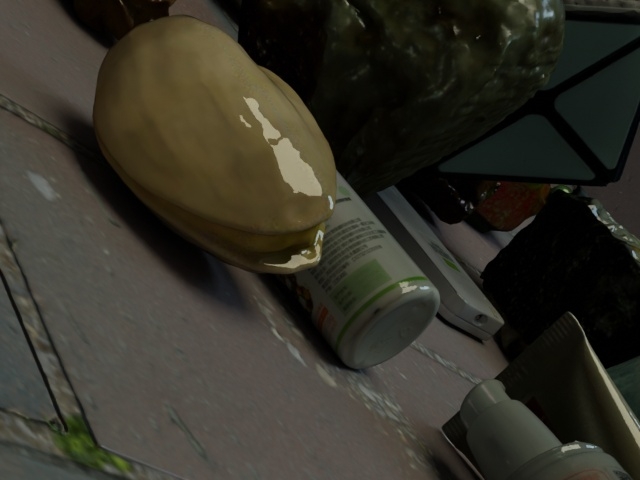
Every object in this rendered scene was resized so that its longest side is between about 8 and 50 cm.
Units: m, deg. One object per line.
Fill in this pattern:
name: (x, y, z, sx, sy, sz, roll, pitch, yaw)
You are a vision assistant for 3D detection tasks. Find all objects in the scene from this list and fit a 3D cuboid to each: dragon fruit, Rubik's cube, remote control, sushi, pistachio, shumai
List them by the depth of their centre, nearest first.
pistachio: (-0.074, -0.056, 0.944, 0.145, 0.117, 0.200, -17, 63, -32)
shumai: (0.040, -0.207, 1.307, 0.292, 0.330, 0.288, -27, 82, -33)
remote control: (0.090, -0.002, 1.456, 0.103, 0.034, 0.250, 28, 20, -53)
sushi: (0.291, 0.076, 1.536, 0.211, 0.171, 0.350, 42, 13, -18)
Rubik's cube: (0.216, -0.225, 1.583, 0.246, 0.250, 0.248, 3, 44, -6)
sushi: (0.161, -0.136, 1.791, 0.179, 0.167, 0.296, 43, 52, -2)
dragon fruit: (0.219, -0.117, 2.023, 0.295, 0.130, 0.268, 47, 12, 11)

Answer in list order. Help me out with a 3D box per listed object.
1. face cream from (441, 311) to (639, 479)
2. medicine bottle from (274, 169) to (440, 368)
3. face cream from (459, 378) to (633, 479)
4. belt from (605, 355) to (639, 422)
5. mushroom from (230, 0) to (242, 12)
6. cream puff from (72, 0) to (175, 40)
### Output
face cream: (0.221, 0.221, 0.969, 0.084, 0.137, 0.341, -1, 50, -53)
medicine bottle: (0.000, 0.000, 1.040, 0.183, 0.086, 0.086, 50, 14, 27)
face cream: (0.160, 0.184, 0.915, 0.101, 0.101, 0.252, 31, 17, -46)
belt: (0.275, 0.193, 1.125, 0.257, 0.150, 0.207, 30, 31, -62)
mushroom: (0.046, -0.367, 1.877, 0.325, 0.353, 0.353, 18, -7, 39)
cream puff: (-0.171, -0.227, 1.211, 0.116, 0.122, 0.094, 6, 1, 6)
